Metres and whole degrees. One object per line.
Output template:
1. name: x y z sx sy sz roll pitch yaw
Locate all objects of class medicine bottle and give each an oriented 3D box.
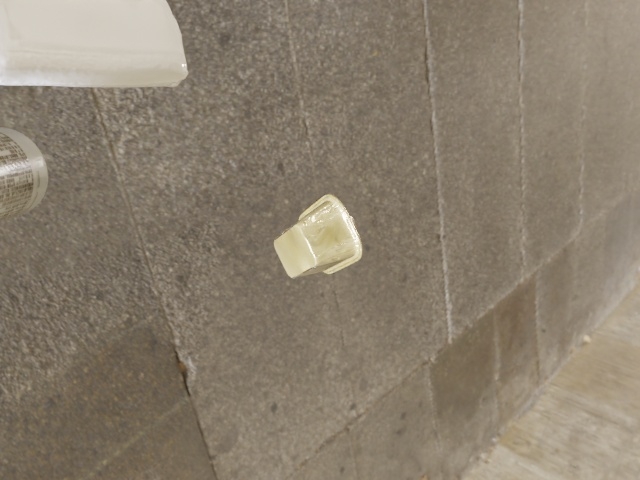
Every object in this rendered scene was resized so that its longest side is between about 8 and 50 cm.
1. medicine bottle: -0.280 -0.043 0.447 0.140 0.079 0.079 -68 161 -74

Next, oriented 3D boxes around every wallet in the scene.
1. wallet: -0.204 -0.181 0.520 0.190 0.033 0.095 -16 90 -44

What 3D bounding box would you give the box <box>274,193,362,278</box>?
1. box: 0.000 0.000 0.884 0.111 0.177 0.111 4 77 -19
